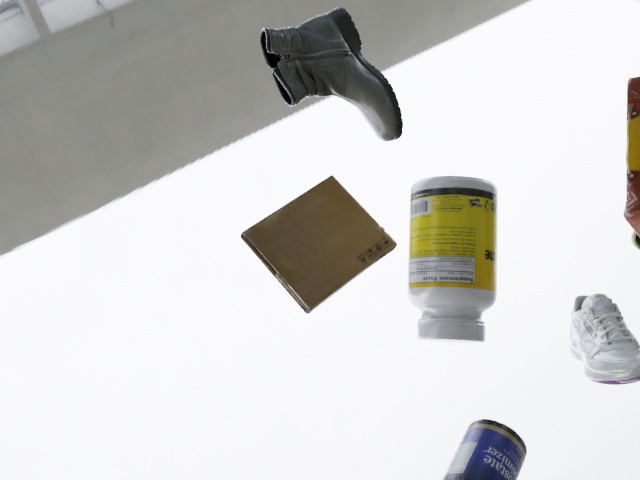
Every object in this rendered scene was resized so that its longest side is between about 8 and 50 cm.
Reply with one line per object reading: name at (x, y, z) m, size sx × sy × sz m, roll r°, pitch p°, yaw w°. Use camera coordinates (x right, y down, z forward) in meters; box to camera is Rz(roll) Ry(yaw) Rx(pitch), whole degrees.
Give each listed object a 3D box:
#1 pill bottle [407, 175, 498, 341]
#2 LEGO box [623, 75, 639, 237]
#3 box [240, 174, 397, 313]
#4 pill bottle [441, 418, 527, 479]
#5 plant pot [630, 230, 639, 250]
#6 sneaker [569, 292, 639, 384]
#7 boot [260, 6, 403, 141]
pill bottle at (0.278, 0.044, 1.618) m, size 0.187 × 0.187 × 0.334 m, roll 11°, pitch -102°, yaw -42°
LEGO box at (0.652, -0.069, 0.868) m, size 0.372 × 0.500 × 0.193 m, roll 33°, pitch -121°, yaw -44°
box at (0.000, 0.000, 1.218) m, size 0.201 × 0.164 × 0.021 m, roll -35°, pitch -15°, yaw -30°
pill bottle at (0.288, 0.446, 1.407) m, size 0.219 × 0.122 × 0.123 m, roll -51°, pitch -30°, yaw -41°
plant pot at (0.898, -0.150, 1.692) m, size 0.366 × 0.366 × 0.353 m, roll 31°, pitch -114°, yaw -47°
sneaker at (0.566, 0.194, 1.542) m, size 0.114 × 0.305 × 0.152 m, roll -7°, pitch -81°, yaw -1°
boot at (0.012, -0.241, 1.215) m, size 0.161 × 0.247 × 0.083 m, roll -27°, pitch -5°, yaw -23°
